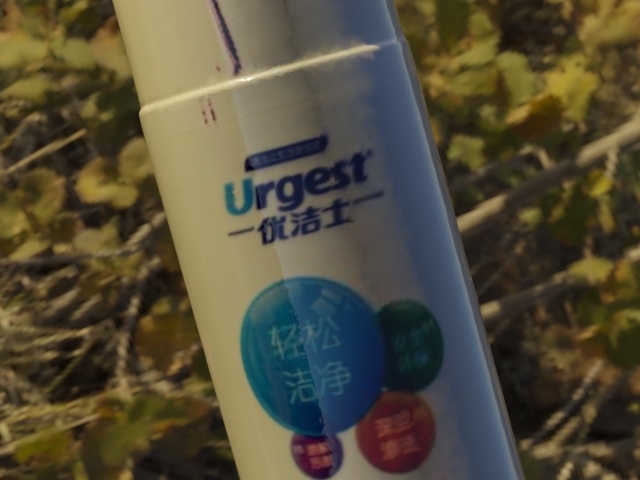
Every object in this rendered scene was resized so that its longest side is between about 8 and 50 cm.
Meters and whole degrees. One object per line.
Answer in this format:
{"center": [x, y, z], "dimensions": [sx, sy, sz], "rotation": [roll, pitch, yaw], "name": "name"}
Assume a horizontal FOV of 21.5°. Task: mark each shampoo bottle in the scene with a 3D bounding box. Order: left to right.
{"center": [0.000, 0.000, 0.539], "dimensions": [0.092, 0.092, 0.303], "rotation": [-20, 98, -48], "name": "shampoo bottle"}
